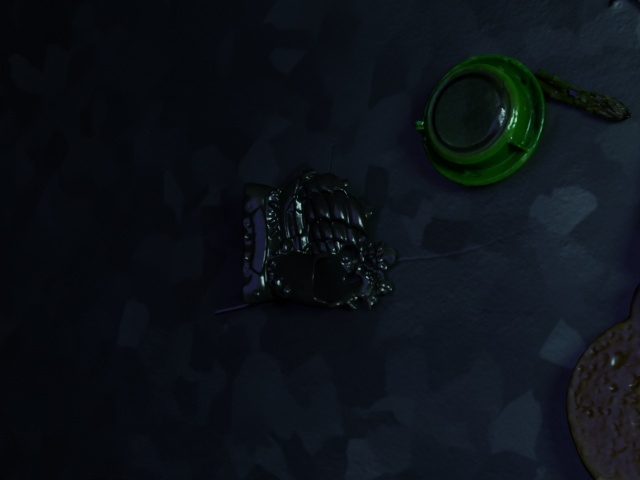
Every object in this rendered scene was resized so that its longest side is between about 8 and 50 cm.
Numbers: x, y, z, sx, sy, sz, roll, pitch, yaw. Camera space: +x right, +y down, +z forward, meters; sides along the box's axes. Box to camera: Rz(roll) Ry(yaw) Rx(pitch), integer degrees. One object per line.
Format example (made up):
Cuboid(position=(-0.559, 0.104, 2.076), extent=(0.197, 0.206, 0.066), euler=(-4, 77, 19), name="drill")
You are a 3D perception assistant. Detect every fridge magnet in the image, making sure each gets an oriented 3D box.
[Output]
Cuboid(position=(0.243, -0.186, 1.380), extent=(0.208, 0.088, 0.208), euler=(-8, 76, 34), name="fridge magnet")

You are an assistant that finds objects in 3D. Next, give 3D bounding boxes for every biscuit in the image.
Cuboid(position=(0.488, 0.184, 1.154), extent=(0.367, 0.063, 0.314), euler=(-30, 61, 26), name="biscuit")

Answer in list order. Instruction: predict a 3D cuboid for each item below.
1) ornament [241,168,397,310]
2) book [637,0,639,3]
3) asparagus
Cuboid(position=(0.000, 0.000, 1.521), extent=(0.260, 0.106, 0.251), euler=(-9, 78, 29), name="ornament")
Cuboid(position=(0.537, -0.399, 1.254), extent=(0.215, 0.025, 0.283), euler=(-49, 60, 19), name="book")
Cuboid(position=(0.384, -0.211, 1.322), extent=(0.165, 0.030, 0.036), euler=(30, 89, 36), name="asparagus")
